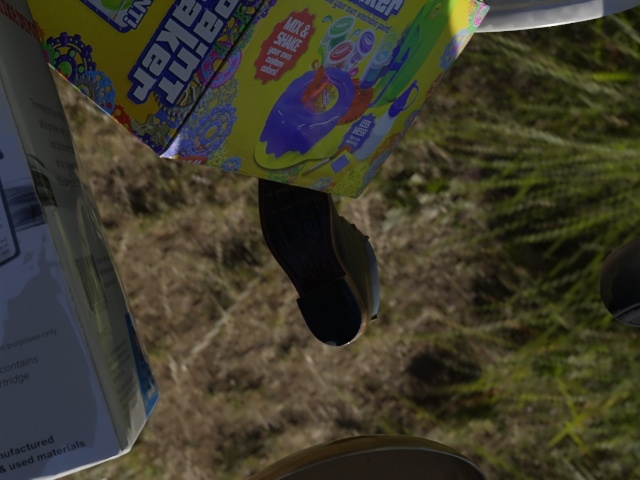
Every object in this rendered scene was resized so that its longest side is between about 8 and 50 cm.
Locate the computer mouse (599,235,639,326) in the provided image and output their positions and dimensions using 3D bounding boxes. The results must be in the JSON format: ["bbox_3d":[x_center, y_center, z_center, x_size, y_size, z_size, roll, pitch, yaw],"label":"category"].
[{"bbox_3d":[0.387,-0.020,1.319,0.262,0.184,0.060,-8,158,19],"label":"computer mouse"}]

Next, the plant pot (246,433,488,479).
[{"bbox_3d":[0.015,0.216,1.079,0.236,0.032,0.236,-11,141,-9],"label":"plant pot"}]

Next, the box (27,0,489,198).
[{"bbox_3d":[-0.081,-0.187,0.925,0.177,0.279,0.290,-55,158,11],"label":"box"}]

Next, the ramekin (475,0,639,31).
[{"bbox_3d":[0.198,-0.269,1.315,0.207,0.207,0.109,-16,108,-23],"label":"ramekin"}]

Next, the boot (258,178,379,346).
[{"bbox_3d":[0.000,0.000,1.427,0.082,0.219,0.106,-18,175,18],"label":"boot"}]

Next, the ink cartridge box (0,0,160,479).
[{"bbox_3d":[-0.132,-0.006,0.548,0.082,0.139,0.191,-20,92,-1],"label":"ink cartridge box"}]
